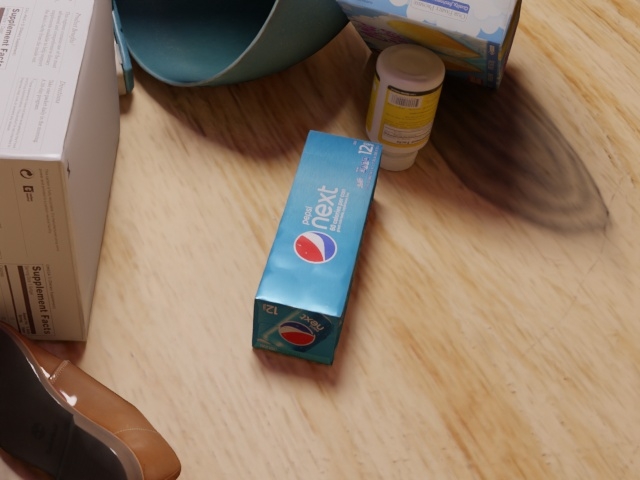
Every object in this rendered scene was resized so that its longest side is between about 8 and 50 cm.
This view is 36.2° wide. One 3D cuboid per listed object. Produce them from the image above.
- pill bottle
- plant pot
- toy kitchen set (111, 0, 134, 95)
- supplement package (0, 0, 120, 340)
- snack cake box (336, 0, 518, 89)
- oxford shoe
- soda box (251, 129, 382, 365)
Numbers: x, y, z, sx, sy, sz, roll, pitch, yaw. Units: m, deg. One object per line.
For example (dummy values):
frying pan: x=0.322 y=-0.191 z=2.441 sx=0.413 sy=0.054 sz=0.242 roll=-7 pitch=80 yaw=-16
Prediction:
pill bottle: x=0.078 y=-0.124 z=0.939 sx=0.065 sy=0.116 sz=0.065 roll=4 pitch=47 yaw=-5
plant pot: x=-0.057 y=-0.295 z=1.000 sx=0.195 sy=0.290 sz=0.290 roll=-2 pitch=42 yaw=-46
toy kitchen set: x=-0.155 y=-0.240 z=0.921 sx=0.166 sy=0.207 sz=0.122 roll=-13 pitch=78 yaw=-10
supplement package: x=-0.251 y=-0.082 z=0.793 sx=0.145 sy=0.204 sz=0.261 roll=3 pitch=47 yaw=-5
snack cake box: x=0.115 y=-0.226 z=0.955 sx=0.152 sy=0.089 sz=0.264 roll=17 pitch=4 yaw=9
oxford shoe: x=-0.188 y=0.124 z=0.719 sx=0.212 sy=0.076 sz=0.076 roll=36 pitch=22 yaw=26
soda box: x=0.000 y=0.000 z=0.847 sx=0.071 sy=0.067 sz=0.210 roll=12 pitch=47 yaw=4
